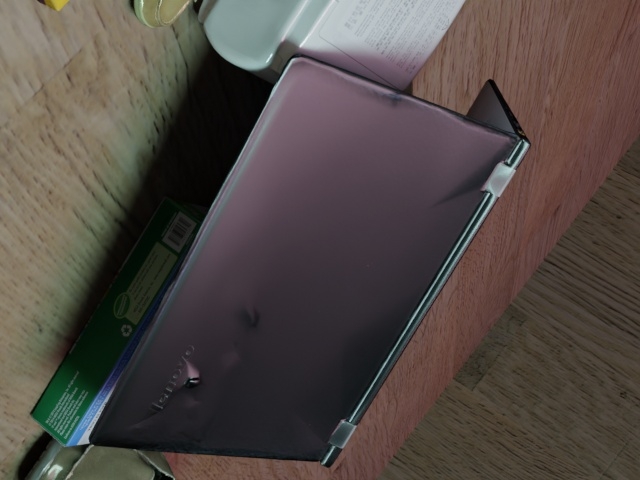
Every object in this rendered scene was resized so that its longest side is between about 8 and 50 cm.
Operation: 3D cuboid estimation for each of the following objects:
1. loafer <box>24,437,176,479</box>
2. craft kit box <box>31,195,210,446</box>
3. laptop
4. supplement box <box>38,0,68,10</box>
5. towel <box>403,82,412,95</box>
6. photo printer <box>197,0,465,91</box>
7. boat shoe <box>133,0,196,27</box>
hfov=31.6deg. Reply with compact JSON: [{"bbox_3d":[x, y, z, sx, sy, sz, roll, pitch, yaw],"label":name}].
[{"bbox_3d":[-0.217,0.243,1.184,0.094,0.087,0.251,-56,161,3],"label":"loafer"},{"bbox_3d":[-0.148,0.084,1.145,0.250,0.061,0.246,-57,159,6],"label":"craft kit box"},{"bbox_3d":[0.000,0.000,1.095,0.382,0.236,0.408,-60,-172,18],"label":"laptop"},{"bbox_3d":[-0.124,-0.236,0.618,0.188,0.081,0.104,-50,160,-15],"label":"supplement box"},{"bbox_3d":[0.022,-0.084,1.204,0.282,0.049,0.187,-56,155,-30],"label":"towel"},{"bbox_3d":[0.044,-0.236,0.986,0.256,0.107,0.307,-57,162,9],"label":"photo printer"},{"bbox_3d":[-0.080,-0.216,0.808,0.153,0.048,0.056,-57,161,4],"label":"boat shoe"}]
